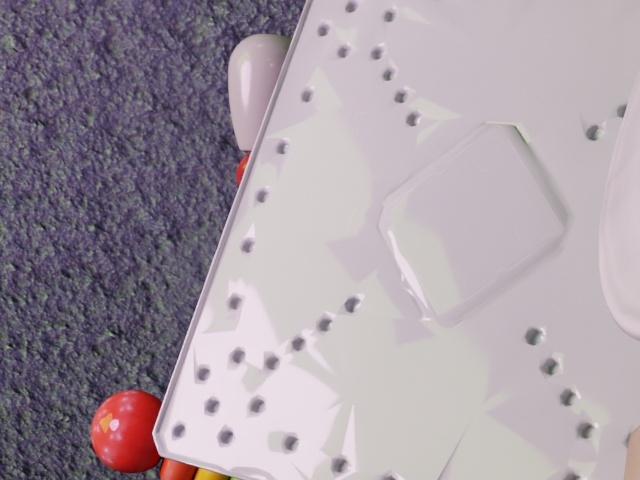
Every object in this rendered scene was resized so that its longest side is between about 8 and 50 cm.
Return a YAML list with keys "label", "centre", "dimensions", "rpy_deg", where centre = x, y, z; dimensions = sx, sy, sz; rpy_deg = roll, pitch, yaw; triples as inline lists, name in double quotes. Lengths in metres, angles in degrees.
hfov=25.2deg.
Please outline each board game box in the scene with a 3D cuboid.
- label: "board game box"
  centre: [0.106, -0.004, 0.924]
  dimensions: [0.390, 0.050, 0.390]
  rpy_deg: [8, 73, 37]

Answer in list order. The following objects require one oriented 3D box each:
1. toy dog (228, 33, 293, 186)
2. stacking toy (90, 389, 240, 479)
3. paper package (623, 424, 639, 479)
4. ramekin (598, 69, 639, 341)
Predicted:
- label: "toy dog"
  centre: [0.000, 0.000, 1.239]
  dimensions: [0.220, 0.161, 0.334]
  rpy_deg: [37, 124, 41]
- label: "stacking toy"
  centre: [-0.088, 0.245, 1.549]
  dimensions: [0.141, 0.330, 0.141]
  rpy_deg: [-160, 90, -83]
- label: "paper package"
  centre: [0.204, 0.119, 0.348]
  dimensions: [0.325, 0.168, 0.309]
  rpy_deg: [117, 170, -50]
- label: "ramekin"
  centre: [0.248, -0.060, 0.678]
  dimensions: [0.273, 0.127, 0.273]
  rpy_deg: [-159, 90, -83]
